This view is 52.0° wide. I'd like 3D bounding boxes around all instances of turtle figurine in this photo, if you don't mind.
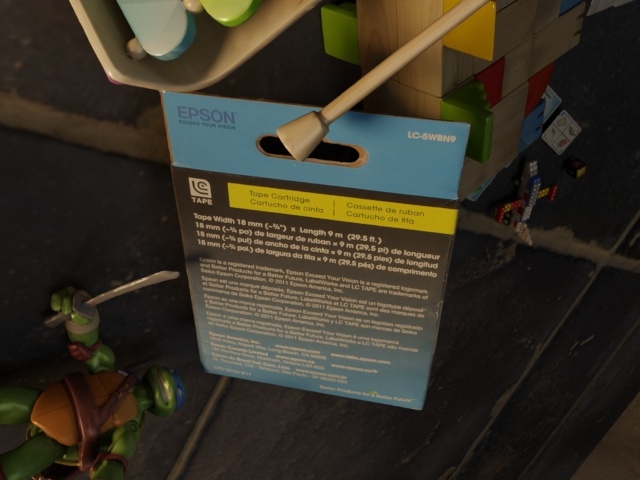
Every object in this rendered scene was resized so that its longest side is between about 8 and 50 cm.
[{"bbox_3d":[-0.237,0.146,0.577,0.266,0.275,0.197,-14,96,-26],"label":"turtle figurine"}]

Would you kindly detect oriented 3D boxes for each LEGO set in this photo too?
[{"bbox_3d":[0.306,-0.100,0.932,0.244,0.060,0.182,22,111,-48],"label":"LEGO set"}]

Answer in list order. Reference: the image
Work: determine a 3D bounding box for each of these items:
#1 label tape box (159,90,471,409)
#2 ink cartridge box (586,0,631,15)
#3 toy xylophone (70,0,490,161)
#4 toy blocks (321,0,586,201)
[{"bbox_3d":[0.000,0.000,0.617,0.241,0.106,0.333,8,129,8],"label":"label tape box"},{"bbox_3d":[0.345,-0.355,0.716,0.225,0.056,0.181,-28,139,-39],"label":"ink cartridge box"},{"bbox_3d":[-0.011,-0.205,0.426,0.323,0.236,0.081,-43,161,13],"label":"toy xylophone"},{"bbox_3d":[0.162,-0.210,0.651,0.261,0.191,0.381,-36,140,-28],"label":"toy blocks"}]
